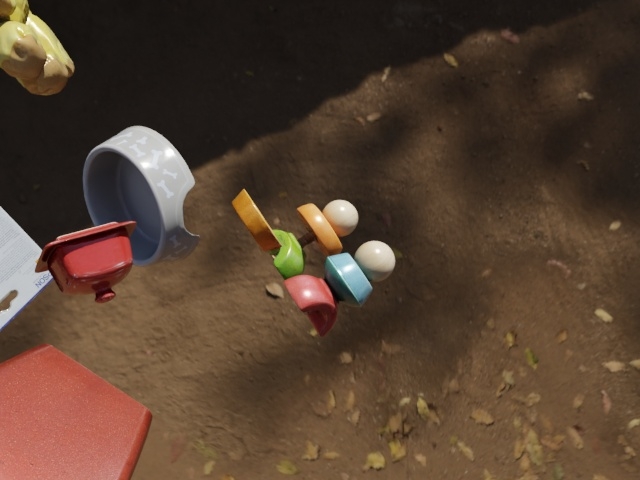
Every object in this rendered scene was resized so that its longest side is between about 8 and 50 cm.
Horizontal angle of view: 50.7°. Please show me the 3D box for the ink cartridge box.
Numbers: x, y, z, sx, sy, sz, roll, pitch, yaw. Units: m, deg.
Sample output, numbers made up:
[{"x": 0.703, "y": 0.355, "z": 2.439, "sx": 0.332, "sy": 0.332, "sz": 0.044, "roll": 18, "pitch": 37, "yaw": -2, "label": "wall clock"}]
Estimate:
[{"x": -0.861, "y": 0.070, "z": 1.629, "sx": 0.072, "sy": 0.330, "sz": 0.324, "roll": 3, "pitch": 46, "yaw": 46, "label": "ink cartridge box"}]

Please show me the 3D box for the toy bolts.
[{"x": 0.000, "y": 0.000, "z": 1.005, "sx": 0.159, "sy": 0.218, "sz": 0.228, "roll": -33, "pitch": 51, "yaw": -2, "label": "toy bolts"}]

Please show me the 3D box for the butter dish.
[{"x": -0.383, "y": 0.050, "z": 1.145, "sx": 0.160, "sy": 0.160, "sz": 0.118, "roll": -20, "pitch": 81, "yaw": -34, "label": "butter dish"}]

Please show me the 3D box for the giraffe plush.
[{"x": -0.432, "y": -0.245, "z": 0.820, "sx": 0.171, "sy": 0.181, "sz": 0.210, "roll": -30, "pitch": 85, "yaw": 0, "label": "giraffe plush"}]

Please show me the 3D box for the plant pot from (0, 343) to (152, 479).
[{"x": -0.373, "y": 0.299, "z": 0.877, "sx": 0.267, "sy": 0.267, "sz": 0.235, "roll": 33, "pitch": 44, "yaw": 0, "label": "plant pot"}]

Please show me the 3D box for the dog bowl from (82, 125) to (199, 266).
[{"x": -0.441, "y": -0.094, "z": 1.629, "sx": 0.349, "sy": 0.348, "sz": 0.102, "roll": 40, "pitch": 41, "yaw": 21, "label": "dog bowl"}]
